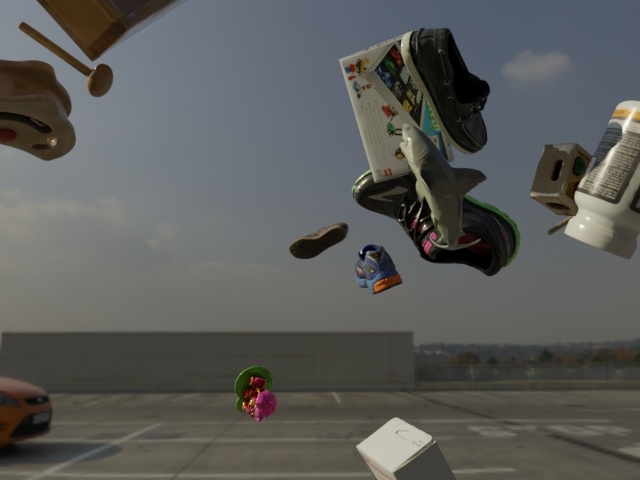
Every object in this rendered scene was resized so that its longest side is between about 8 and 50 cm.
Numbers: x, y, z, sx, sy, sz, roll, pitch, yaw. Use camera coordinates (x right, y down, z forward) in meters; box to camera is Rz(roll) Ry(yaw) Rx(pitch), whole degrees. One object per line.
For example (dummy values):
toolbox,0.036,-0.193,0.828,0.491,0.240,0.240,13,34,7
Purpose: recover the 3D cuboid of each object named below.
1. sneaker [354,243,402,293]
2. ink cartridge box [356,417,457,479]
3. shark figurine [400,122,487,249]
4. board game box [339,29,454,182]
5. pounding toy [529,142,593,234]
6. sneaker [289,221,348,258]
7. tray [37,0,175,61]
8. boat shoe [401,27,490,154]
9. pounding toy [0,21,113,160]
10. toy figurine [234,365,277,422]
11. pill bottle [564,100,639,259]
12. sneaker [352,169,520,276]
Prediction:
sneaker,0.110,0.047,1.151,0.083,0.087,0.221,-19,3,-7
ink cartridge box,0.297,0.750,1.673,0.160,0.384,0.279,-29,5,-18
shark figurine,0.233,-0.070,0.985,0.116,0.278,0.166,-24,27,5
board game box,0.179,-0.308,1.344,0.193,0.305,0.053,-13,8,23
pounding toy,0.579,-0.096,1.301,0.206,0.181,0.094,23,-8,-35
sneaker,0.000,0.000,1.649,0.188,0.066,0.071,-20,14,25
tray,-0.260,-0.401,0.759,0.076,0.411,0.203,-29,-65,27
boat shoe,0.301,-0.316,1.217,0.113,0.127,0.340,-9,-46,39
pounding toy,-0.466,-0.225,0.878,0.270,0.155,0.154,-5,-23,-27
toy figurine,-0.201,0.518,1.829,0.130,0.173,0.159,19,10,-27
pill bottle,0.599,-0.115,1.110,0.162,0.278,0.162,21,12,-5
sneaker,0.304,-0.059,1.552,0.483,0.202,0.185,24,-45,12
